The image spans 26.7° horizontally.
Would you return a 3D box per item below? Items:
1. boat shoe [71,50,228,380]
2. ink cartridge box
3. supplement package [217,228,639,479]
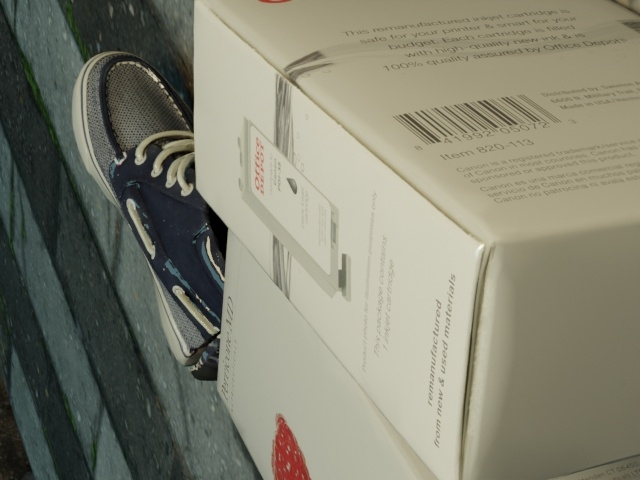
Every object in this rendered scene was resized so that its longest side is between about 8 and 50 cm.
[{"bbox_3d":[-0.116,-0.054,1.220,0.340,0.127,0.158,63,148,14],"label":"boat shoe"},{"bbox_3d":[0.084,-0.029,0.617,0.283,0.207,0.117,-133,39,-52],"label":"ink cartridge box"},{"bbox_3d":[0.075,0.103,0.744,0.293,0.175,0.177,-124,30,-43],"label":"supplement package"}]
